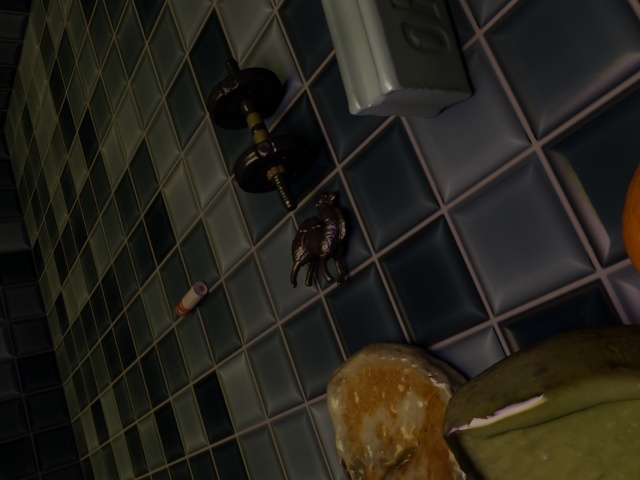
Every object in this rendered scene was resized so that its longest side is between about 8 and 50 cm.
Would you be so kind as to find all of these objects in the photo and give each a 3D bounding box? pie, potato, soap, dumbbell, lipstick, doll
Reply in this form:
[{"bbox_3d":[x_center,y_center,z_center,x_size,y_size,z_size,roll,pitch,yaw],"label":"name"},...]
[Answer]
[{"bbox_3d":[0.128,0.311,0.916,0.339,0.077,0.340,13,106,54],"label":"pie"},{"bbox_3d":[0.310,0.182,0.574,0.280,0.213,0.330,-30,108,26],"label":"potato"},{"bbox_3d":[0.087,-0.298,0.783,0.087,0.159,0.266,-24,77,51],"label":"soap"},{"bbox_3d":[-0.108,-0.194,1.068,0.143,0.143,0.326,-45,62,46],"label":"dumbbell"},{"bbox_3d":[-0.319,0.146,1.490,0.130,0.038,0.039,-43,63,46],"label":"lipstick"},{"bbox_3d":[0.000,0.000,1.040,0.139,0.057,0.165,-5,84,54],"label":"doll"}]

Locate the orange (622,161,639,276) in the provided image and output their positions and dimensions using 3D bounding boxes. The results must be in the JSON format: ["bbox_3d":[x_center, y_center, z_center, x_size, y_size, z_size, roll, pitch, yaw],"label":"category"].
[{"bbox_3d":[0.349,-0.018,0.498,0.193,0.161,0.194,8,101,47],"label":"orange"}]
